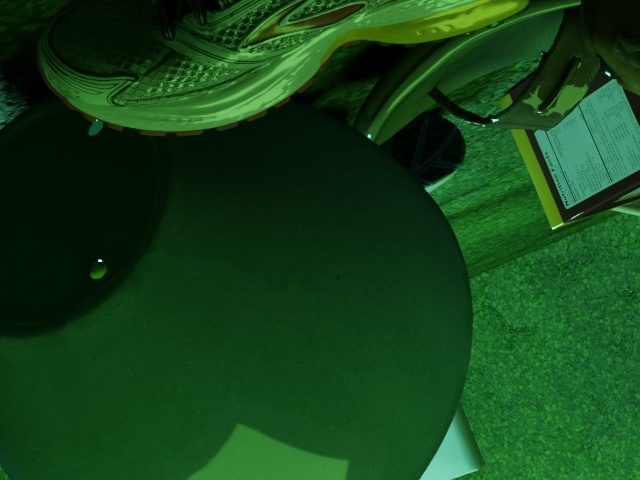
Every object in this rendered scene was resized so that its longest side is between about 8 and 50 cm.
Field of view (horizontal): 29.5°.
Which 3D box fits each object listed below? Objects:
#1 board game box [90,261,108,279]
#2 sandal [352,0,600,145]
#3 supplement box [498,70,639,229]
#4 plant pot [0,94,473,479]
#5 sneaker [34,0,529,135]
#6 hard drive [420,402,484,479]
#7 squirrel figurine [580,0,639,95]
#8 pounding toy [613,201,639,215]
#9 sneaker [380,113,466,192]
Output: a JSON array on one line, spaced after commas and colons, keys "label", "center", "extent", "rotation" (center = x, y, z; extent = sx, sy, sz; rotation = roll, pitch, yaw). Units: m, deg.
[{"label": "board game box", "center": [-0.101, 0.034, 0.854], "extent": [0.259, 0.039, 0.124], "rotation": [-22, 139, 15]}, {"label": "sandal", "center": [0.164, -0.125, 0.813], "extent": [0.303, 0.086, 0.120], "rotation": [-21, 172, 2]}, {"label": "supplement box", "center": [0.297, -0.118, 1.042], "extent": [0.191, 0.129, 0.194], "rotation": [-17, 171, -28]}, {"label": "plant pot", "center": [-0.086, 0.024, 0.653], "extent": [0.290, 0.290, 0.195], "rotation": [-23, 147, 15]}, {"label": "sneaker", "center": [-0.016, -0.118, 0.500], "extent": [0.225, 0.088, 0.092], "rotation": [-22, 151, 5]}, {"label": "hard drive", "center": [0.069, 0.205, 1.797], "extent": [0.233, 0.353, 0.047], "rotation": [-23, 172, 16]}, {"label": "squirrel figurine", "center": [0.316, -0.123, 0.494], "extent": [0.397, 0.370, 0.281], "rotation": [-55, 158, 19]}, {"label": "pounding toy", "center": [0.379, -0.085, 1.372], "extent": [0.270, 0.154, 0.154], "rotation": [-22, 167, 8]}, {"label": "sneaker", "center": [0.028, -0.038, 1.067], "extent": [0.211, 0.080, 0.081], "rotation": [-20, 170, -2]}]
